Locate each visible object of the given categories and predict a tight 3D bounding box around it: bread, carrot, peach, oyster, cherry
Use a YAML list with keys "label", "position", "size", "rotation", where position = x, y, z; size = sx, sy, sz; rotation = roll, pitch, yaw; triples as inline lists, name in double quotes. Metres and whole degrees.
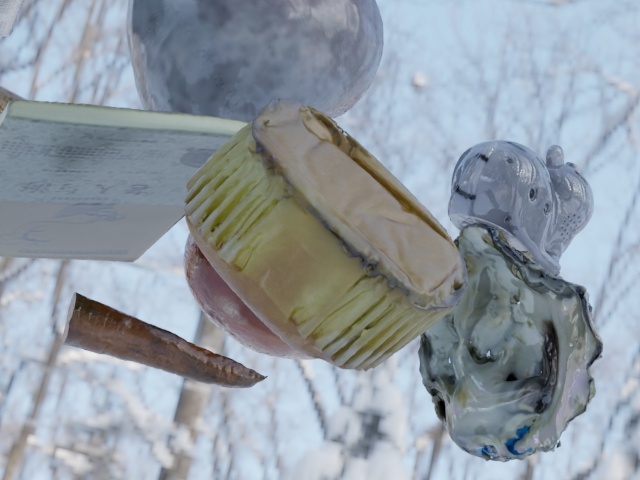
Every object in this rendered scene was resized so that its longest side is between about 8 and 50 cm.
- label: "bread"
  position: [0.000, 0.000, 1.196]
  size: [0.190, 0.132, 0.114]
  rotation: [48, -58, 3]
- label: "carrot"
  position: [-0.165, 0.119, 1.844]
  size: [0.224, 0.057, 0.057]
  rotation: [21, -29, -9]
- label: "peach"
  position: [-0.049, 0.039, 2.095]
  size: [0.243, 0.199, 0.243]
  rotation: [33, -19, 13]
- label: "oyster"
  position: [0.162, 0.092, 1.462]
  size: [0.223, 0.083, 0.214]
  rotation: [24, -54, 49]
- label: "cherry"
  position: [-0.098, -0.247, 2.148]
  size: [0.335, 0.326, 0.291]
  rotation: [35, -14, -21]

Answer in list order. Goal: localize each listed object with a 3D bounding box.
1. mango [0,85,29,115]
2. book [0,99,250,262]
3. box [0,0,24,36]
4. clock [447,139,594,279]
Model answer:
- label: "mango"
  position: [-0.344, -0.096, 2.006]
  size: [0.113, 0.138, 0.253]
  rotation: [-5, -47, 48]
- label: "book"
  position: [-0.247, -0.052, 1.788]
  size: [0.269, 0.032, 0.389]
  rotation: [3, -20, -25]
- label: "box"
  position: [-0.466, -0.311, 2.105]
  size: [0.194, 0.111, 0.260]
  rotation: [-9, -2, -17]
- label: "clock"
  position: [0.185, -0.041, 1.556]
  size: [0.080, 0.117, 0.176]
  rotation: [12, -20, 39]
